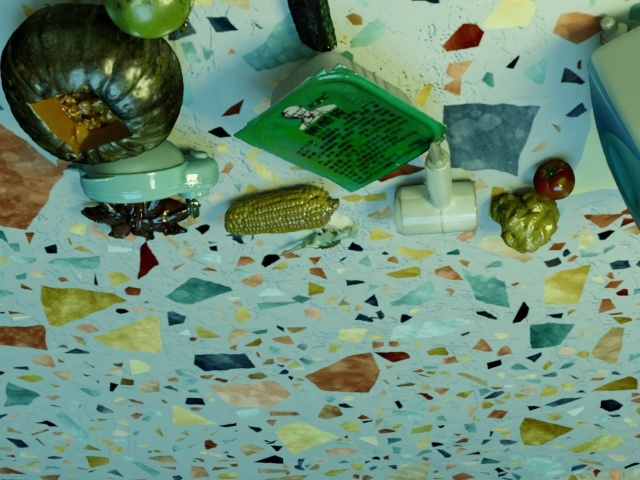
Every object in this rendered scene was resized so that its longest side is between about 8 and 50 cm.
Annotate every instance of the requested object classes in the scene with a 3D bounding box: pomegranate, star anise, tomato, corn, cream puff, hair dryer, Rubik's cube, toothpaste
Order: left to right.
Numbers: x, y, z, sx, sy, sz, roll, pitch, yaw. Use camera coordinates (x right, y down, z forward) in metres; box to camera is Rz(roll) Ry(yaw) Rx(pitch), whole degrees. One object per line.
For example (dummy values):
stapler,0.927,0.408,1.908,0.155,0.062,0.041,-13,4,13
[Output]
pomegranate,-0.292,-0.421,1.525,0.220,0.156,0.156,47,131,-5
star anise,-0.392,-0.045,2.059,0.271,0.103,0.272,1,147,1
corn,-0.082,-0.060,2.040,0.261,0.097,0.097,-9,143,18
hair dryer,0.223,-0.117,1.898,0.173,0.108,0.357,-5,156,7
cream puff,0.426,-0.050,2.020,0.116,0.146,0.146,34,135,-14
tomato,0.479,-0.121,1.953,0.087,0.087,0.075,-21,142,27
toothpaste,0.562,-0.319,1.714,0.078,0.047,0.248,-24,139,29
Rubik's cube,0.678,-0.175,1.612,0.352,0.352,0.347,-19,141,10

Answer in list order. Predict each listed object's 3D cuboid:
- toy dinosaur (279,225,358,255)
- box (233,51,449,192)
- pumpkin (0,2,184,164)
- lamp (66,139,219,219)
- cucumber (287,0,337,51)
toy dinosaur,0.000,0.004,2.175,0.106,0.044,0.187,8,145,-36
box,0.043,-0.231,1.766,0.264,0.106,0.336,-30,142,34
pumpkin,-0.398,-0.270,1.668,0.320,0.192,0.321,2,137,1
lamp,-0.338,-0.133,1.874,0.284,0.209,0.147,12,100,-29
cucumber,-0.023,-0.398,1.618,0.070,0.046,0.220,2,145,13
